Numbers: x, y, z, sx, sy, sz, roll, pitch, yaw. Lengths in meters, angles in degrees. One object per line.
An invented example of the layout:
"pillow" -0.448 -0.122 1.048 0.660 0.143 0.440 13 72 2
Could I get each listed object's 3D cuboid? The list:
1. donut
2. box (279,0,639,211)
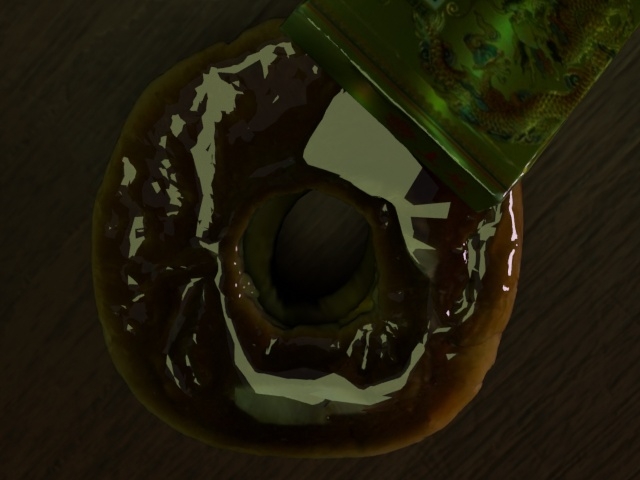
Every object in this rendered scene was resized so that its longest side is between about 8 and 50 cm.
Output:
"donut" 0.000 0.000 0.821 0.330 0.160 0.330 2 103 10
"box" 0.135 -0.188 0.725 0.173 0.043 0.311 42 73 -9
